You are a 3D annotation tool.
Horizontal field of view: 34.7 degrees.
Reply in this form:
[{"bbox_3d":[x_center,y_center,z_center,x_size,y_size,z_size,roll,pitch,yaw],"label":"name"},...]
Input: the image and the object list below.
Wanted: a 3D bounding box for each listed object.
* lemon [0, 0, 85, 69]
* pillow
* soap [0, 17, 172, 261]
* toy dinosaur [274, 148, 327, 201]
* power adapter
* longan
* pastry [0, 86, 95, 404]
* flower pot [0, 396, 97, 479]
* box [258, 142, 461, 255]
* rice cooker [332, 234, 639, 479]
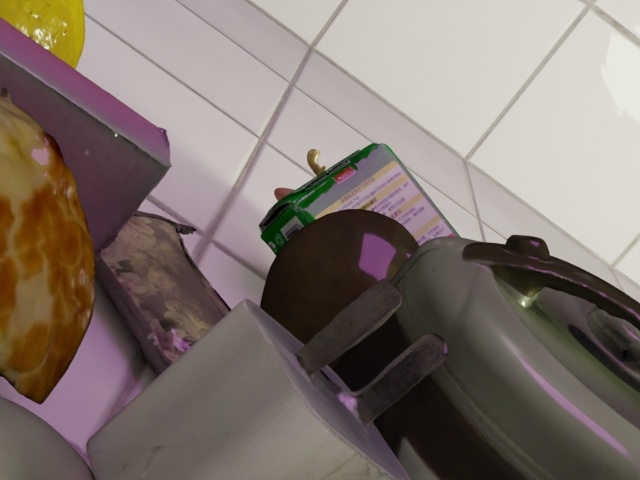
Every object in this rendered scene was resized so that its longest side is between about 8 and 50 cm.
[{"bbox_3d":[-0.346,-0.224,0.992,0.263,0.236,0.236,61,23,9],"label":"lemon"},{"bbox_3d":[-0.145,0.058,0.952,0.169,0.059,0.255,16,30,-52],"label":"pillow"},{"bbox_3d":[-0.274,-0.078,0.811,0.259,0.181,0.081,34,17,-25],"label":"soap"},{"bbox_3d":[-0.004,0.003,1.299,0.177,0.152,0.194,-7,63,-35],"label":"toy dinosaur"},{"bbox_3d":[-0.016,0.110,0.607,0.130,0.205,0.125,43,6,-40],"label":"power adapter"},{"bbox_3d":[0.036,0.079,1.009,0.220,0.196,0.196,57,13,-16],"label":"longan"},{"bbox_3d":[-0.238,-0.018,0.657,0.236,0.170,0.256,36,-25,-10],"label":"pastry"},{"bbox_3d":[-0.265,0.097,0.456,0.367,0.164,0.254,38,5,-13],"label":"flower pot"},{"bbox_3d":[0.068,0.027,1.184,0.180,0.103,0.250,-36,87,-32],"label":"box"},{"bbox_3d":[0.142,0.182,0.754,0.335,0.325,0.335,34,18,-12],"label":"rice cooker"}]
